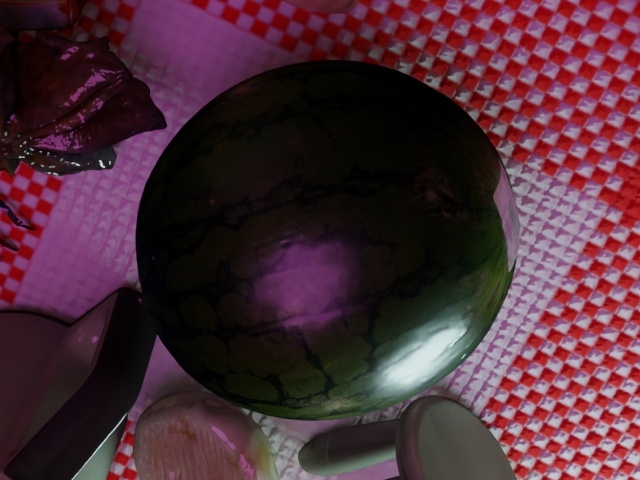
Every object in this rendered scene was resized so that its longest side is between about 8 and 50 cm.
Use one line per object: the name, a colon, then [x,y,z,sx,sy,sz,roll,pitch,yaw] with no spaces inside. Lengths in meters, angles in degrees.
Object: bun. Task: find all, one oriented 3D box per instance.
bun: [-0.108,0.232,2.050,0.183,0.102,0.183,18,126,27]

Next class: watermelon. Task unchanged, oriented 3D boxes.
watermelon: [0.000,0.000,1.762,0.363,0.363,0.363,5,121,9]

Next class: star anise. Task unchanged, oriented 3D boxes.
star anise: [-0.308,-0.136,1.810,0.332,0.117,0.331,4,161,1]

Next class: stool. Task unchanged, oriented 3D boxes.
stool: [0.084,0.285,2.000,0.199,0.195,0.195,-31,110,32]

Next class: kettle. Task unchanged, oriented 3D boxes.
kettle: [-0.314,0.225,1.933,0.250,0.376,0.361,40,120,-12]

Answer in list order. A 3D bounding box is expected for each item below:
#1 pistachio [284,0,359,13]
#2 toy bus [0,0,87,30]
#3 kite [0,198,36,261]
pistachio: [-0.040,-0.301,1.710,0.157,0.157,0.229,-18,127,21]
toy bus: [-0.343,-0.264,1.808,0.265,0.121,0.120,2,130,11]
kite: [-0.387,-0.073,1.987,0.127,0.016,0.229,-35,108,31]
